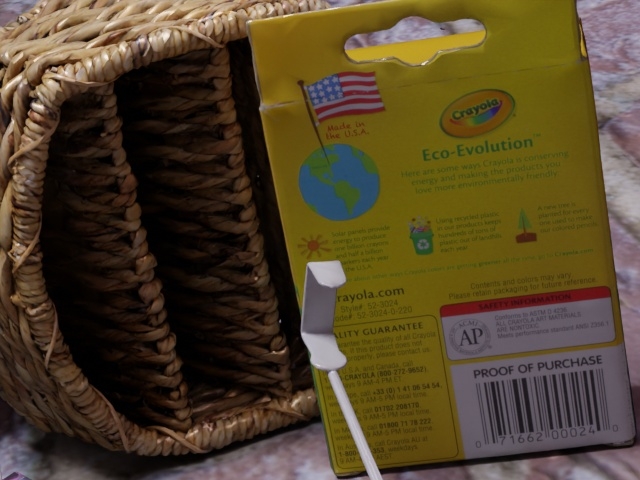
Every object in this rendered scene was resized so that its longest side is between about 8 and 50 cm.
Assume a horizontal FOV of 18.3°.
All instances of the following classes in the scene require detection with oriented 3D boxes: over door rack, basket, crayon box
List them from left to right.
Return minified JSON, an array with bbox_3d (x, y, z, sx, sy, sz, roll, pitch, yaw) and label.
[{"bbox_3d":[-0.107,-0.004,1.314,0.223,0.299,0.213,11,32,37],"label":"basket"},{"bbox_3d":[-0.071,0.158,1.105,0.239,0.108,0.324,-2,44,-15],"label":"over door rack"},{"bbox_3d":[0.081,-0.015,1.244,0.202,0.318,0.081,-7,26,7],"label":"crayon box"}]

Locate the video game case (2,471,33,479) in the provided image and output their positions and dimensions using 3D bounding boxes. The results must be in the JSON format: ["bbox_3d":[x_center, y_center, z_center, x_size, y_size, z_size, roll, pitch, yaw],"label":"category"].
[{"bbox_3d":[-0.204,0.235,1.160,0.232,0.042,0.210,-30,33,-35],"label":"video game case"}]
